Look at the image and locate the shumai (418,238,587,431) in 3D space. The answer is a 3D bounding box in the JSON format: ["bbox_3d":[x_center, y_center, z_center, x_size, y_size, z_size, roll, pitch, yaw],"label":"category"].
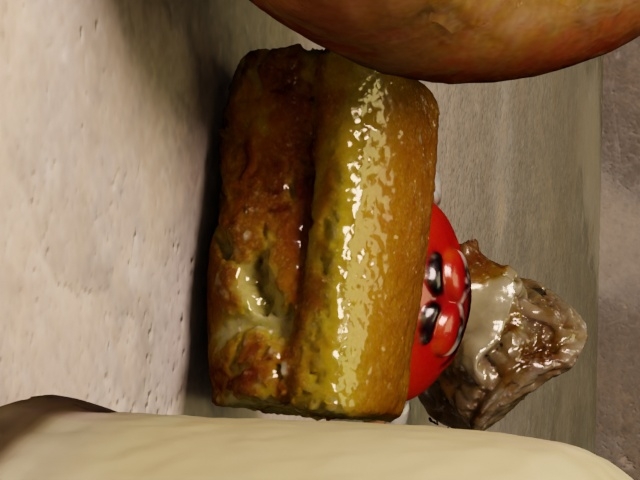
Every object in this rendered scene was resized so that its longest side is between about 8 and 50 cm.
[{"bbox_3d":[0.107,0.065,1.269,0.116,0.145,0.145,43,47,-40],"label":"shumai"}]

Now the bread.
[{"bbox_3d":[0.000,0.000,0.824,0.132,0.103,0.172,23,71,-71],"label":"bread"}]

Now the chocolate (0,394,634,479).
[{"bbox_3d":[0.015,0.221,0.558,0.314,0.297,0.326,-55,146,-56],"label":"chocolate"}]

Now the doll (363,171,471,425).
[{"bbox_3d":[0.054,0.033,1.093,0.217,0.085,0.183,73,24,-76],"label":"doll"}]

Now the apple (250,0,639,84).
[{"bbox_3d":[0.063,-0.220,0.722,0.301,0.301,0.301,3,90,-76],"label":"apple"}]
